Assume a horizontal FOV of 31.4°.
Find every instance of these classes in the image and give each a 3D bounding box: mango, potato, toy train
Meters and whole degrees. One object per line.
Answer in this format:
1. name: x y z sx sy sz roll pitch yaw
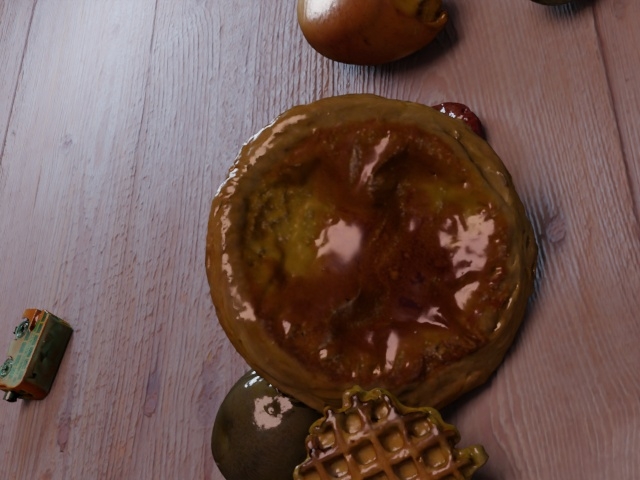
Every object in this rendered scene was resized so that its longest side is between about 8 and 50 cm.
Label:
1. mango: 0.065 -0.401 1.922 0.199 0.201 0.350 -36 24 -25
2. potato: -0.065 0.260 1.594 0.235 0.160 0.178 -36 16 41
3. toy train: -0.541 0.219 2.150 0.099 0.072 0.188 -3 60 37

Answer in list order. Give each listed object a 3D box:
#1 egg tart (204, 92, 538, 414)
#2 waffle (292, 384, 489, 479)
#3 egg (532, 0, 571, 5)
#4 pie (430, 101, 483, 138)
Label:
1. egg tart: 0.067 0.025 1.520 0.443 0.443 0.178 -59 0 -7
2. waffle: 0.082 0.309 1.378 0.238 0.059 0.243 15 91 12
3. egg: 0.359 -0.433 1.687 0.181 0.141 0.141 -49 39 -7
4. pie: 0.168 -0.130 1.725 0.182 0.049 0.182 -24 47 28
